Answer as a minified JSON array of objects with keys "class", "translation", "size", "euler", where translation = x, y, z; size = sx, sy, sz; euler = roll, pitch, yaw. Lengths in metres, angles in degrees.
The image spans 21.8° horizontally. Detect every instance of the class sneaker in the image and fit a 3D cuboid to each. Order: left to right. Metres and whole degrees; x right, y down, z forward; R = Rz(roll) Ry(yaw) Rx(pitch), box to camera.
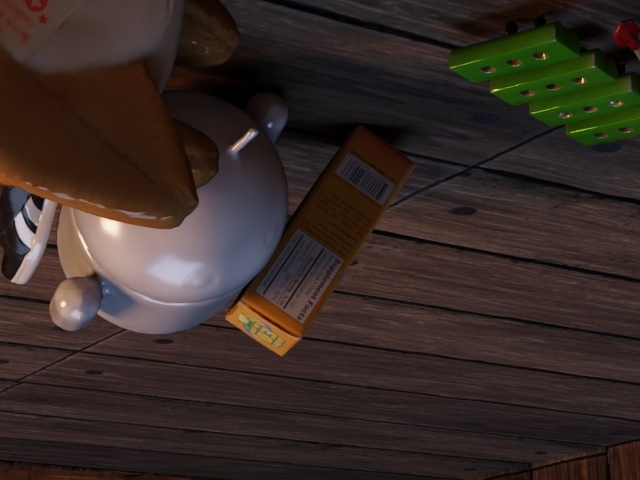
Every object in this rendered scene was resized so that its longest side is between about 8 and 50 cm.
[{"class":"sneaker","translation":[-0.318,-0.058,1.642],"size":[0.121,0.079,0.217],"euler":[15,126,-13]}]

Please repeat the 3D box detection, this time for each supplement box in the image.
[{"class":"supplement box","translation":[0.000,0.000,1.671],"size":[0.080,0.233,0.078],"euler":[37,158,-2]}]

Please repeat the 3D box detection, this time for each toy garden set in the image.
[{"class":"toy garden set","translation":[0.267,-0.160,1.485],"size":[0.203,0.049,0.244],"euler":[-11,159,36]}]

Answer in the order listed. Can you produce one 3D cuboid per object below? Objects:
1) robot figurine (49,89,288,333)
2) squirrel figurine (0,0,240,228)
[{"class":"robot figurine","translation":[-0.146,-0.023,1.589],"size":[0.200,0.300,0.353],"euler":[42,161,-2]},{"class":"squirrel figurine","translation":[-0.258,-0.144,1.219],"size":[0.397,0.281,0.370],"euler":[6,173,-14]}]
